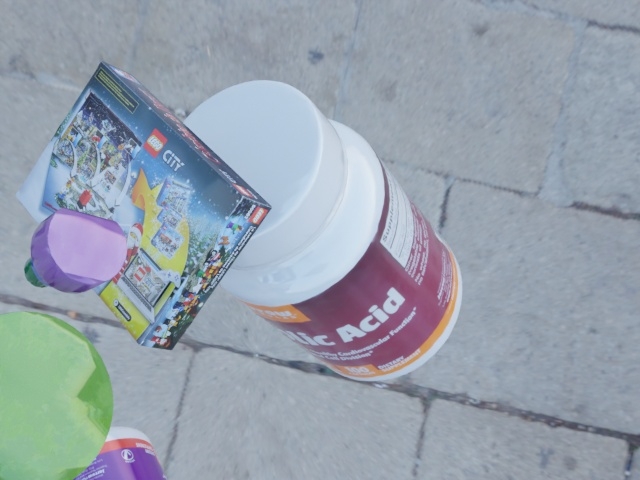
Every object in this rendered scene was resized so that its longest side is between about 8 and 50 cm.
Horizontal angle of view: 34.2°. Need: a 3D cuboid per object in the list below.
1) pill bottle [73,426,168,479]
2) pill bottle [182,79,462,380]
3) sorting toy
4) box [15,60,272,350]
[{"bbox_3d":[-0.271,0.435,1.463,0.182,0.181,0.323,-28,59,-6],"label":"pill bottle"},{"bbox_3d":[0.000,0.000,1.184,0.224,0.392,0.224,-12,61,22],"label":"pill bottle"},{"bbox_3d":[-0.241,0.148,0.756,0.127,0.126,0.365,28,58,-27],"label":"sorting toy"},{"bbox_3d":[-0.167,-0.035,0.941,0.233,0.044,0.159,43,103,32],"label":"box"}]
